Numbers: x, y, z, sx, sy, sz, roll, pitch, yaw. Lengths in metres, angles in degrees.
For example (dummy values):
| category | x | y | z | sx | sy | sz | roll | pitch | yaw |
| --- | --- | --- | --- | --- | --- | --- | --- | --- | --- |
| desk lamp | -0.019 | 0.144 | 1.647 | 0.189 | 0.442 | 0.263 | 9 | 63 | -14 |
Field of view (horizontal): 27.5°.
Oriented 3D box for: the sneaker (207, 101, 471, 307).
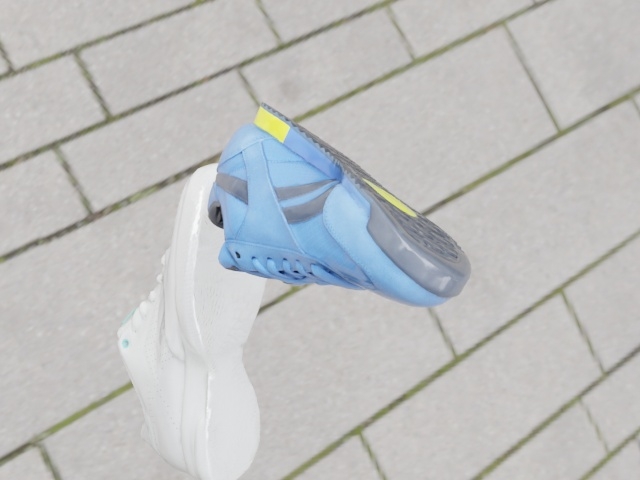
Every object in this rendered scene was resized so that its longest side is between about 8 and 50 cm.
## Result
| category | x | y | z | sx | sy | sz | roll | pitch | yaw |
| --- | --- | --- | --- | --- | --- | --- | --- | --- | --- |
| sneaker | 0.000 | 0.000 | 0.637 | 0.069 | 0.209 | 0.082 | 33 | 94 | -32 |

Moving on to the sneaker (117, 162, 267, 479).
| category | x | y | z | sx | sy | sz | roll | pitch | yaw |
| --- | --- | --- | --- | --- | --- | --- | --- | --- | --- |
| sneaker | -0.090 | 0.051 | 0.829 | 0.080 | 0.094 | 0.212 | -18 | 118 | -51 |
